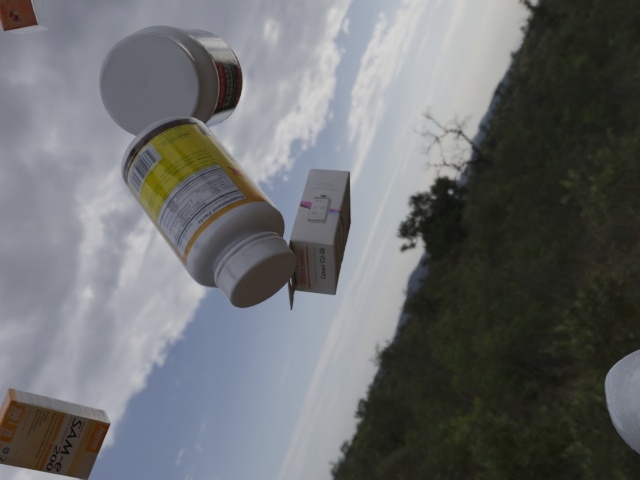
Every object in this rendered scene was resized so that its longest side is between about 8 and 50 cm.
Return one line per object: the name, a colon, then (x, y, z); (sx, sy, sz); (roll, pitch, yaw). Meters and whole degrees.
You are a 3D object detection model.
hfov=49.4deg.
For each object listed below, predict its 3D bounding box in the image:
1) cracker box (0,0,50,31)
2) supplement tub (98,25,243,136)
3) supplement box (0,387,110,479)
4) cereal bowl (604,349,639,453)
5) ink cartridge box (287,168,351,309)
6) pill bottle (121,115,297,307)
cracker box: (-0.588, -0.485, 1.345); (0.232, 0.067, 0.155); (-138, 35, -69)
supplement tub: (-0.256, -0.279, 1.229); (0.272, 0.191, 0.191); (-66, -4, -73)
supplement box: (-0.263, 0.188, 0.673); (0.036, 0.098, 0.062); (19, 87, 62)
cereal bowl: (0.619, 0.279, 1.060); (0.339, 0.339, 0.141); (97, -177, -57)
ink cartridge box: (0.000, 0.000, 1.035); (0.115, 0.067, 0.198); (86, -166, -46)
pill bottle: (-0.119, -0.031, 0.759); (0.117, 0.215, 0.117); (-31, -27, -18)
